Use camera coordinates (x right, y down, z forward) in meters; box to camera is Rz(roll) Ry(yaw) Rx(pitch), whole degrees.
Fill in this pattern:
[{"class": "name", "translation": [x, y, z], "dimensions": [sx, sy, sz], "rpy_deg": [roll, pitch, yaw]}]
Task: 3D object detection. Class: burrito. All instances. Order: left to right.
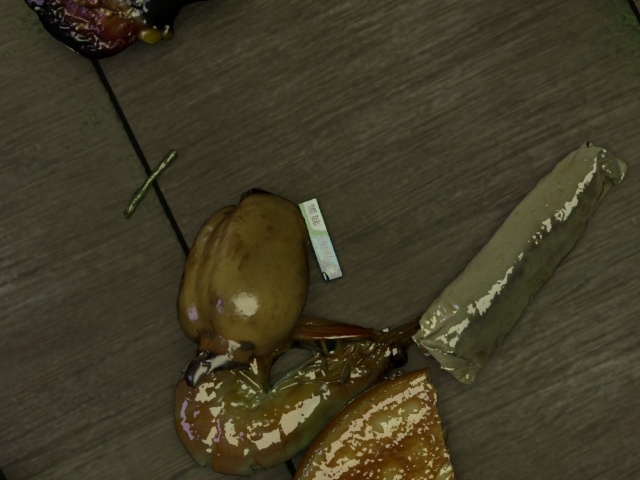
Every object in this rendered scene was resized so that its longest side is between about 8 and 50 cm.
[{"class": "burrito", "translation": [0.198, 0.015, 1.922], "dimensions": [0.082, 0.059, 0.275], "rpy_deg": [41, 84, -25]}]

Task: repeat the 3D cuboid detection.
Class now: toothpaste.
[{"class": "toothpaste", "translation": [0.000, 0.000, 1.949], "dimensions": [0.020, 0.017, 0.083], "rpy_deg": [-19, 87, 0]}]

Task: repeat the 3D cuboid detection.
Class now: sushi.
[{"class": "sushi", "translation": [-0.205, -0.257, 1.907], "dimensions": [0.172, 0.153, 0.150], "rpy_deg": [28, 106, -19]}]

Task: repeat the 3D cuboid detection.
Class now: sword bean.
[{"class": "sword bean", "translation": [-0.171, -0.057, 1.957], "dimensions": [0.012, 0.012, 0.083], "rpy_deg": [38, 89, 2]}]

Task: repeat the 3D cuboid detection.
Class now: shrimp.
[{"class": "shrimp", "translation": [-0.019, 0.131, 1.923], "dimensions": [0.267, 0.061, 0.145], "rpy_deg": [-24, 77, 1]}]

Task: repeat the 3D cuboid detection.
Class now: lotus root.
[{"class": "lotus root", "translation": [-0.074, 0.049, 1.878], "dimensions": [0.118, 0.125, 0.221], "rpy_deg": [25, 54, -20]}]

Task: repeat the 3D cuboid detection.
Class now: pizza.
[{"class": "pizza", "translation": [0.072, 0.243, 1.908], "dimensions": [0.201, 0.053, 0.193], "rpy_deg": [-39, 97, -1]}]

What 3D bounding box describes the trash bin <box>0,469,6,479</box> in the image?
[{"class": "trash bin", "translation": [-0.453, 0.319, 1.828], "dimensions": [0.343, 0.223, 0.158], "rpy_deg": [-21, 79, -3]}]
